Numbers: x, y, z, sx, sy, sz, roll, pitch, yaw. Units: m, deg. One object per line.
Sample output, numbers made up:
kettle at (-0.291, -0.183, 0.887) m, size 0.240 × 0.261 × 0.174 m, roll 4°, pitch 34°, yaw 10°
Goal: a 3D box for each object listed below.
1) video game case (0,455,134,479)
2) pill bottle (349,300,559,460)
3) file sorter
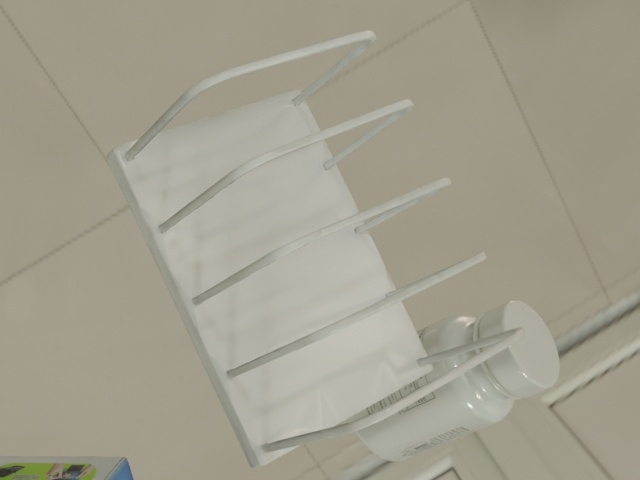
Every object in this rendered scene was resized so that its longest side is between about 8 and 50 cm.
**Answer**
video game case at (-0.224, 0.286, 0.770) m, size 0.244 × 0.061 × 0.269 m, roll -4°, pitch 111°, yaw 23°
pill bottle at (0.149, 0.158, 1.192) m, size 0.131 × 0.131 × 0.229 m, roll 40°, pitch 130°, yaw -25°
file sorter at (0.000, 0.000, 0.814) m, size 0.193 × 0.173 × 0.277 m, roll -23°, pitch 85°, yaw -35°
